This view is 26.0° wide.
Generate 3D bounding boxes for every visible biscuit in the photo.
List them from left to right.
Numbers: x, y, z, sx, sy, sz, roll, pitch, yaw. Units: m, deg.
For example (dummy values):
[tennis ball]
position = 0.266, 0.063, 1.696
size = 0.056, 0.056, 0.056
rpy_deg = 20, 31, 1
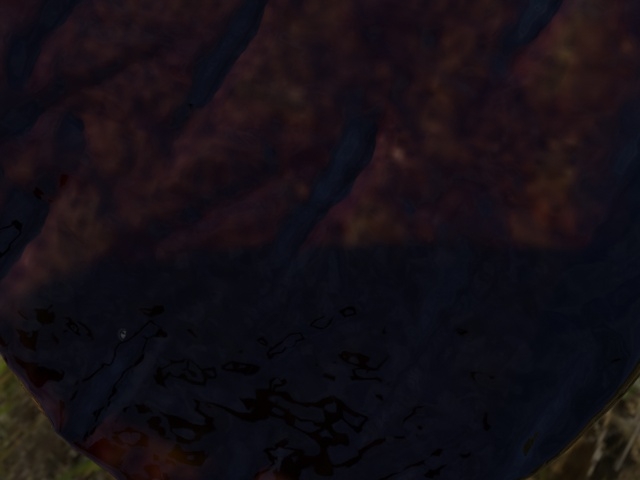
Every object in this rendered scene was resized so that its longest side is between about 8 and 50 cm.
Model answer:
[biscuit]
position = 0.001, -0.041, 0.755
size = 0.407, 0.091, 0.408
rpy_deg = 0, 92, -3
